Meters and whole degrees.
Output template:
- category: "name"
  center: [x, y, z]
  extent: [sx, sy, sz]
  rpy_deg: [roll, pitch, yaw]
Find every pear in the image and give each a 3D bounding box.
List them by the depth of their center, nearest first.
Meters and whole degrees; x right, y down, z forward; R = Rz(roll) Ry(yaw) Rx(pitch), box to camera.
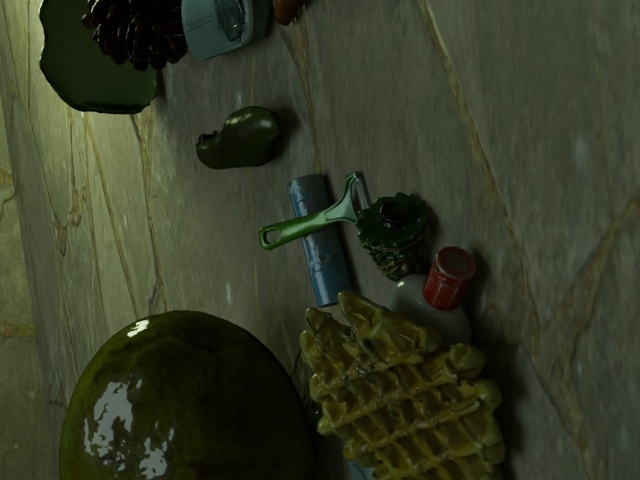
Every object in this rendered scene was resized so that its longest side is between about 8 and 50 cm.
- category: "pear"
  center: [-0.178, 0.284, 1.581]
  extent: [0.352, 0.352, 0.413]
  rpy_deg: [52, 142, 45]

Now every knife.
- category: "knife"
  center: [-0.006, -0.021, 1.353]
  extent: [0.166, 0.022, 0.078]
  rpy_deg: [-21, 74, 36]

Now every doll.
- category: "doll"
  center: [0.071, 0.014, 1.205]
  extent: [0.078, 0.076, 0.113]
  rpy_deg: [43, 140, 40]

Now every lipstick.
- category: "lipstick"
  center: [0.000, 0.000, 1.393]
  extent: [0.048, 0.048, 0.158]
  rpy_deg: [147, 110, -65]

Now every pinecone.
- category: "pinecone"
  center: [-0.258, -0.324, 1.698]
  extent: [0.173, 0.173, 0.173]
  rpy_deg: [41, 137, 55]

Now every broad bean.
- category: "broad bean"
  center: [-0.117, -0.133, 1.571]
  extent: [0.325, 0.067, 0.075]
  rpy_deg: [175, 93, -65]

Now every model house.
- category: "model house"
  center: [-0.386, -0.318, 1.958]
  extent: [0.189, 0.195, 0.214]
  rpy_deg: [-158, 62, -71]

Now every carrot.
- category: "carrot"
  center: [-0.022, -0.291, 1.314]
  extent: [0.191, 0.047, 0.047]
  rpy_deg: [147, 109, -66]

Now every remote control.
- category: "remote control"
  center: [-0.130, -0.302, 1.541]
  extent: [0.247, 0.052, 0.104]
  rpy_deg: [5, 107, 65]

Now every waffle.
- category: "waffle"
  center: [0.079, 0.168, 1.179]
  extent: [0.261, 0.056, 0.250]
  rpy_deg: [22, 135, 32]

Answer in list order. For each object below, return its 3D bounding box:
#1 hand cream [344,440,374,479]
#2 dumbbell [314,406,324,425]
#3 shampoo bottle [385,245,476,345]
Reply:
- category: "hand cream"
  center: [0.056, 0.276, 1.396]
  extent: [0.109, 0.067, 0.321]
  rpy_deg: [33, 135, 57]
- category: "dumbbell"
  center: [0.017, 0.184, 1.444]
  extent: [0.052, 0.046, 0.118]
  rpy_deg: [35, 132, 50]
- category: "shampoo bottle"
  center: [0.108, 0.090, 1.177]
  extent: [0.108, 0.051, 0.221]
  rpy_deg: [50, 146, 26]
